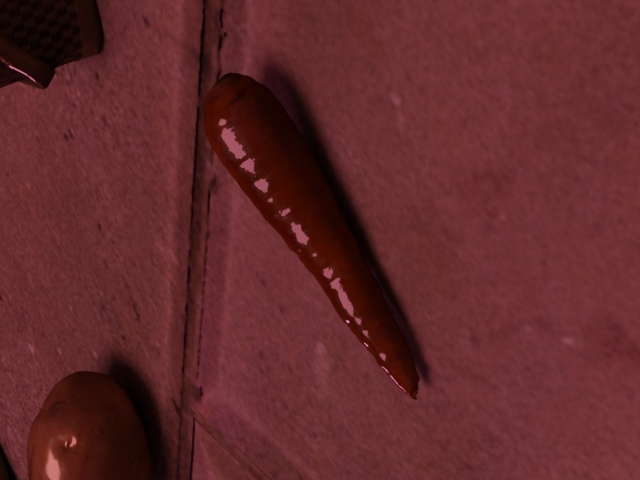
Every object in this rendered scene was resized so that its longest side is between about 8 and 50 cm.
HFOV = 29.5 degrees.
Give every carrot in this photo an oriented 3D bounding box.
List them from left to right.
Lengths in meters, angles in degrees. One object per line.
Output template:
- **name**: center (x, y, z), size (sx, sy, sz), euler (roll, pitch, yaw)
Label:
- **carrot**: center (0.000, 0.000, 0.697), size (0.216, 0.048, 0.048), euler (57, 146, -6)

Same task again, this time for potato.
- **potato**: center (-0.194, 0.176, 1.014), size (0.112, 0.112, 0.147), euler (30, 130, 36)

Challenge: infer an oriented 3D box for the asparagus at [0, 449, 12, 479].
- **asparagus**: center (-0.358, 0.264, 1.337), size (0.045, 0.041, 0.178), euler (-86, -15, -67)

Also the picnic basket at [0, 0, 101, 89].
- **picnic basket**: center (-0.259, -0.221, 0.783), size (0.165, 0.139, 0.267), euler (21, 129, 43)
